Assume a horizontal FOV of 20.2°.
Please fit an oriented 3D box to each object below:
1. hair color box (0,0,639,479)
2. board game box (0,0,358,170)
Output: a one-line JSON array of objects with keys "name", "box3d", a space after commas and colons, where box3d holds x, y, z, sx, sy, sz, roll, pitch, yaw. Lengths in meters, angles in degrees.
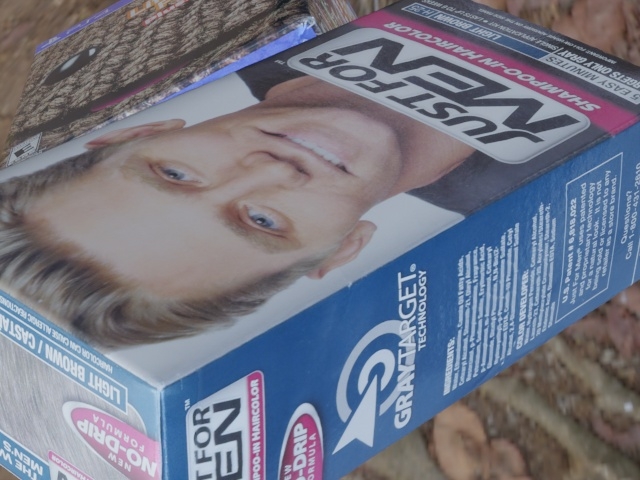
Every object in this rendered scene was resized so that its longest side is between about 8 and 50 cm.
[{"name": "hair color box", "box3d": [0.000, 0.000, 0.827, 0.174, 0.347, 0.105, 27, 131, 35]}, {"name": "board game box", "box3d": [-0.079, -0.088, 1.250, 0.232, 0.291, 0.141, -27, 112, 8]}]
